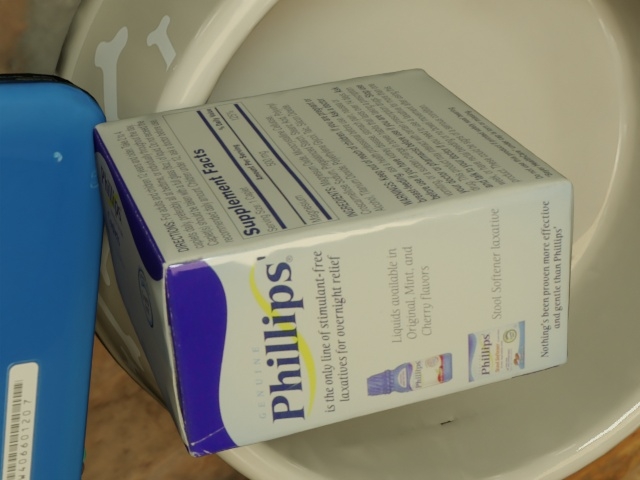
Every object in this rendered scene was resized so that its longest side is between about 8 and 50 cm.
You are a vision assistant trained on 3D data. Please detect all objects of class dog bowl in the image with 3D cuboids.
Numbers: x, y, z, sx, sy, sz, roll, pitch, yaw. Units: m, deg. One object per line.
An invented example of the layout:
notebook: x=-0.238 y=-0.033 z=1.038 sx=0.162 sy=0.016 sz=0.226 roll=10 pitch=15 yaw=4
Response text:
dog bowl: x=0.055 y=-0.025 z=0.600 sx=0.348 sy=0.102 sz=0.349 roll=-8 pitch=115 yaw=-17

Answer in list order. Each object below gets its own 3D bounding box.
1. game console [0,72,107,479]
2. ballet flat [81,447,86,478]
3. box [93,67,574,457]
game console: x=-0.242 y=0.057 z=0.525 sx=0.250 sy=0.173 sz=0.293 roll=-6 pitch=116 yaw=-35
ballet flat: x=-0.185 y=0.072 z=0.584 sx=0.168 sy=0.057 sz=0.052 roll=37 pitch=106 yaw=-19
box: x=0.000 y=0.000 z=0.460 sx=0.137 sy=0.126 sz=0.072 roll=-11 pitch=117 yaw=-15
